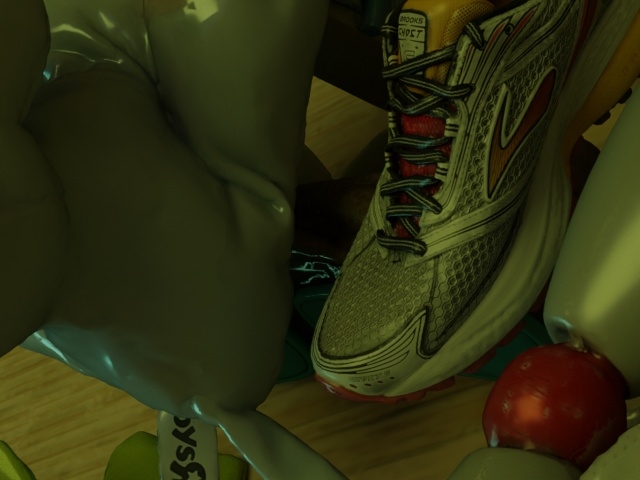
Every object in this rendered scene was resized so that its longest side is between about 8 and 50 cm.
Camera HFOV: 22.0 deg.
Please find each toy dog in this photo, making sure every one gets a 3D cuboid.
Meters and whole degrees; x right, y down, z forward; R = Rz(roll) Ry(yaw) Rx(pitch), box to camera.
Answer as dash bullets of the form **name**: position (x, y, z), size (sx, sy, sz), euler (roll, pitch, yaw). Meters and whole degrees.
- **toy dog**: position (0.150, 0.030, 0.523), size (0.161, 0.220, 0.333), euler (24, 92, 14)

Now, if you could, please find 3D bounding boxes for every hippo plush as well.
- **hippo plush**: position (-0.140, -0.009, 0.666), size (0.234, 0.236, 0.294), euler (-10, 82, 41)

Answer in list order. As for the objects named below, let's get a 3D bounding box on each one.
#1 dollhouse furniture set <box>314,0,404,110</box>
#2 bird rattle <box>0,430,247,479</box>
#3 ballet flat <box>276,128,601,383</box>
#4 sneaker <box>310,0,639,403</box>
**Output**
- **dollhouse furniture set**: position (0.068, -0.147, 0.749), size (0.184, 0.129, 0.129), euler (-14, 63, 46)
- **bird rattle**: position (-0.112, 0.225, 0.826), size (0.207, 0.143, 0.253), euler (-28, 66, 52)
- **ballet flat**: position (0.000, 0.000, 0.789), size (0.342, 0.116, 0.124), euler (-6, 48, 46)
- **sneaker**: position (0.049, -0.046, 0.616), size (0.088, 0.093, 0.225), euler (15, 77, 51)
